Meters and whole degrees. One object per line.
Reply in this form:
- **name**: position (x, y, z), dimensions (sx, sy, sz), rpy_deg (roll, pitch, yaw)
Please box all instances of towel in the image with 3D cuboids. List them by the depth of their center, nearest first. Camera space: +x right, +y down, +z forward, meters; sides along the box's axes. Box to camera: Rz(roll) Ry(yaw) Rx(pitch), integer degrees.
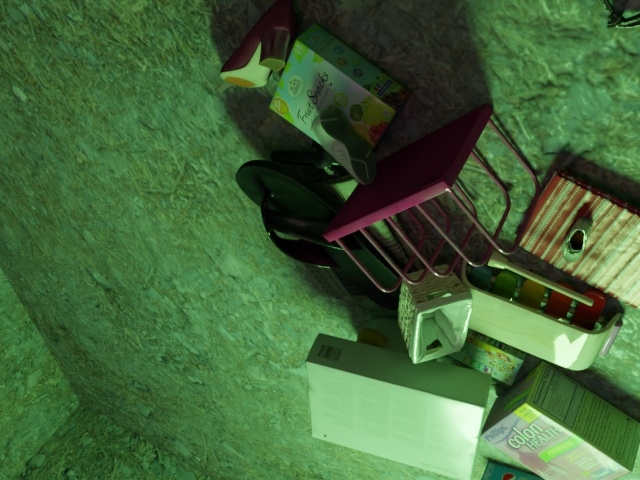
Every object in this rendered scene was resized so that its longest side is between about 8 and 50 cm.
- **towel**: position (0.477, 0.008, 1.074), dimensions (0.275, 0.031, 0.198), rpy_deg (30, 145, 14)
- **towel**: position (0.053, -0.006, 1.409), dimensions (0.312, 0.056, 0.324), rpy_deg (-6, 127, 47)

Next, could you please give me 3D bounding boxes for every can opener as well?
- **can opener**: position (-0.022, -0.166, 1.298), dimensions (0.186, 0.073, 0.059), rpy_deg (2, 169, 43)

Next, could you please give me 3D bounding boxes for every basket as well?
- **basket**: position (0.216, 0.141, 1.272), dimensions (0.103, 0.113, 0.167), rpy_deg (-115, 16, -44)

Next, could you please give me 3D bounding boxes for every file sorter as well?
- **file sorter**: position (0.192, -0.052, 1.110), dimensions (0.182, 0.202, 0.291), rpy_deg (47, 143, -16)

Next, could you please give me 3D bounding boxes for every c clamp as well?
- **c clamp**: position (0.364, -0.331, 0.822), dimensions (0.160, 0.022, 0.137), rpy_deg (48, 137, -11)

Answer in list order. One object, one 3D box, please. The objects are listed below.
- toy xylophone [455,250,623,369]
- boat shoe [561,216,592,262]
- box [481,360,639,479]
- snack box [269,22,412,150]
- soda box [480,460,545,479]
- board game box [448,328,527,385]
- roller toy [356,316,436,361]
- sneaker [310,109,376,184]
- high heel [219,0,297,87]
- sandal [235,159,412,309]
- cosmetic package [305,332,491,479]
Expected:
- **toy xylophone**: position (0.395, 0.122, 1.217), dimensions (0.323, 0.081, 0.236), rpy_deg (27, 142, 15)
- **boat shoe**: position (0.417, 0.007, 1.071), dimensions (0.035, 0.035, 0.100), rpy_deg (27, 144, 18)
- **box**: position (0.507, 0.407, 1.395), dimensions (0.243, 0.117, 0.213), rpy_deg (34, 143, 7)
- **snack box**: position (0.029, -0.246, 1.147), dimensions (0.207, 0.070, 0.174), rpy_deg (37, 144, 4)
- **soda box**: position (0.522, 0.640, 1.670), dimensions (0.210, 0.067, 0.071), rpy_deg (8, 134, 35)
- **board game box**: position (0.359, 0.246, 1.425), dimensions (0.154, 0.026, 0.103), rpy_deg (24, 141, 19)
- **roller toy**: position (0.163, 0.290, 1.535), dimensions (0.191, 0.146, 0.209), rpy_deg (30, 142, 11)
- **sneaker**: position (0.042, -0.160, 1.136), dimensions (0.152, 0.054, 0.061), rpy_deg (52, 157, -15)
- **high heel**: position (-0.116, -0.353, 1.183), dimensions (0.082, 0.117, 0.244), rpy_deg (13, 174, -23)
- **sandal**: position (0.002, 0.000, 1.315), dimensions (0.446, 0.107, 0.167), rpy_deg (39, 147, -2)
- **cosmetic package**: position (0.162, 0.367, 1.431), dimensions (0.378, 0.097, 0.284), rpy_deg (12, 130, 16)
